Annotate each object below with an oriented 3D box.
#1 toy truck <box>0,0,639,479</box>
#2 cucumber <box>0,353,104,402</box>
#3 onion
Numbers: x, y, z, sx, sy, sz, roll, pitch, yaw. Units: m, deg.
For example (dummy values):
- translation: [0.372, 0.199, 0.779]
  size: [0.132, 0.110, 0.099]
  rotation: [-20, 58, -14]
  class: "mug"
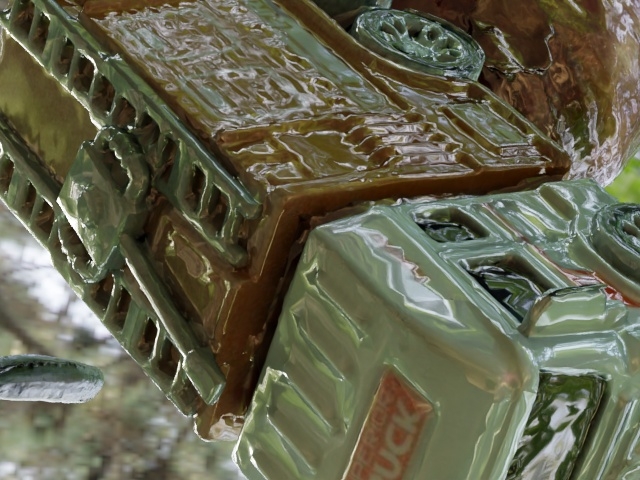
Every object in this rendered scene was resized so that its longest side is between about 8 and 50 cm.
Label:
- translation: [0.000, 0.000, 0.714]
  size: [0.305, 0.162, 0.136]
  rotation: [44, -53, 39]
  class: "toy truck"
- translation: [-0.195, 0.097, 1.395]
  size: [0.036, 0.184, 0.033]
  rotation: [-44, -109, 10]
  class: "cucumber"
- translation: [0.064, -0.183, 1.388]
  size: [0.348, 0.348, 0.385]
  rotation: [0, -54, 23]
  class: "onion"
